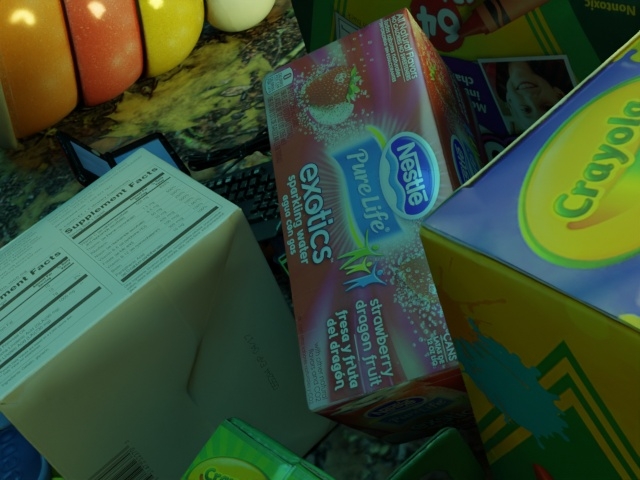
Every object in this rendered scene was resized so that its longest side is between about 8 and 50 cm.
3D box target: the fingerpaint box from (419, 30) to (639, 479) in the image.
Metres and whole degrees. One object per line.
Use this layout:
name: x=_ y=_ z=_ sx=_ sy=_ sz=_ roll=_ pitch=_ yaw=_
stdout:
fingerpaint box: x=0.298 y=0.015 z=0.493 sx=0.445 sy=0.371 sz=0.163 roll=-40 pitch=44 yaw=-20

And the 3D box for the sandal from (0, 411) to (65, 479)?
sandal: x=-0.323 y=0.148 z=0.804 sx=0.126 sy=0.138 sz=0.317 roll=-36 pitch=41 yaw=-12

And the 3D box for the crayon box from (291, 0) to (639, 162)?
crayon box: x=0.151 y=-0.117 z=0.741 sx=0.106 sy=0.313 sz=0.363 roll=-41 pitch=43 yaw=-25

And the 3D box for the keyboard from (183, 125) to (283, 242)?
keyboard: x=-0.132 y=-0.052 z=0.953 sx=0.317 sy=0.033 sz=0.201 roll=-12 pitch=39 yaw=34

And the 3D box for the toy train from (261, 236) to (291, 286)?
toy train: x=0.000 y=0.000 z=0.866 sx=0.105 sy=0.080 sz=0.184 roll=-33 pitch=41 yaw=-3

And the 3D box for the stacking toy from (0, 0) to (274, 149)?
stacking toy: x=-0.300 y=-0.345 z=1.261 sx=0.480 sy=0.350 sz=0.350 roll=-13 pitch=38 yaw=-18

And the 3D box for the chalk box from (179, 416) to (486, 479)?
chalk box: x=-0.005 y=0.234 z=0.494 sx=0.179 sy=0.180 sz=0.289 roll=23 pitch=70 yaw=39

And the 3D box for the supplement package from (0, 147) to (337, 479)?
supplement package: x=-0.133 y=0.102 z=0.670 sx=0.204 sy=0.261 sz=0.145 roll=-40 pitch=44 yaw=-19

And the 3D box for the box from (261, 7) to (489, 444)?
box: x=0.055 y=-0.007 z=0.573 sx=0.123 sy=0.128 sz=0.256 roll=-22 pitch=59 yaw=22

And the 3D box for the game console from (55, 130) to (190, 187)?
game console: x=-0.258 y=-0.110 z=1.096 sx=0.085 sy=0.124 sz=0.144 roll=-50 pitch=41 yaw=8
